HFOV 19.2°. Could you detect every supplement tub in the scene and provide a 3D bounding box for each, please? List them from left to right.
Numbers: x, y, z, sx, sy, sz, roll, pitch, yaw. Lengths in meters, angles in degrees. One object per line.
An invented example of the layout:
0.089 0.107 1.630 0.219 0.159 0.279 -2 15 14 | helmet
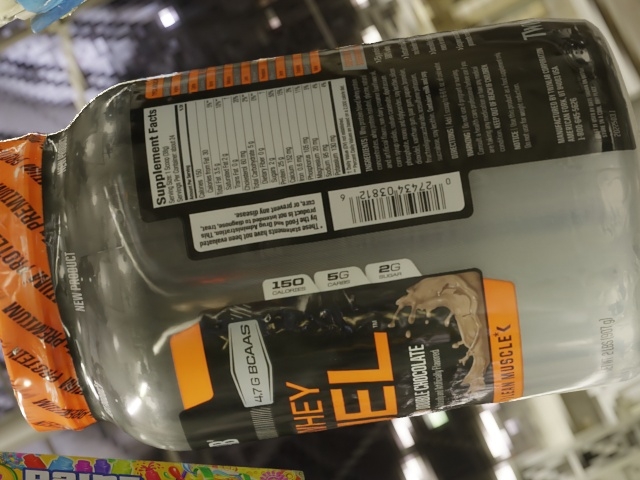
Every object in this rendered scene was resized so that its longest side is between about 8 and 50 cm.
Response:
0.000 0.000 1.032 0.207 0.338 0.207 -9 -90 -89 | supplement tub

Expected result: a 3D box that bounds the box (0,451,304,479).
-0.155 0.311 1.318 0.279 0.290 0.177 -100 21 -46 | box

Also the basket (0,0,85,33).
-0.185 -0.216 0.953 0.255 0.289 0.201 51 -178 -14 | basket
